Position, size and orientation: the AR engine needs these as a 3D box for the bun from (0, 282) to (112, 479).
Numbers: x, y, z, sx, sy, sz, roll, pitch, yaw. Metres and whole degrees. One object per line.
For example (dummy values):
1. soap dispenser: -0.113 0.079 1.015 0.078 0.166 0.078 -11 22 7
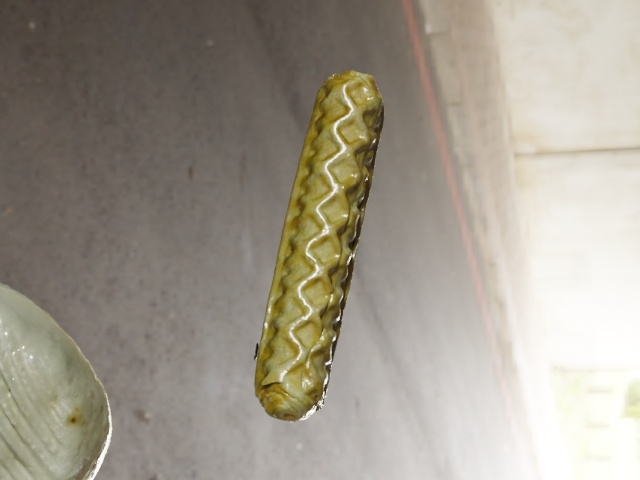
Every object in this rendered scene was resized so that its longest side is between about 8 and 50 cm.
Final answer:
1. bun: -0.339 0.159 1.301 0.168 0.273 0.272 -66 152 -82

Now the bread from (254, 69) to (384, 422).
1. bread: 0.001 0.000 1.330 0.084 0.077 0.367 55 43 -66
